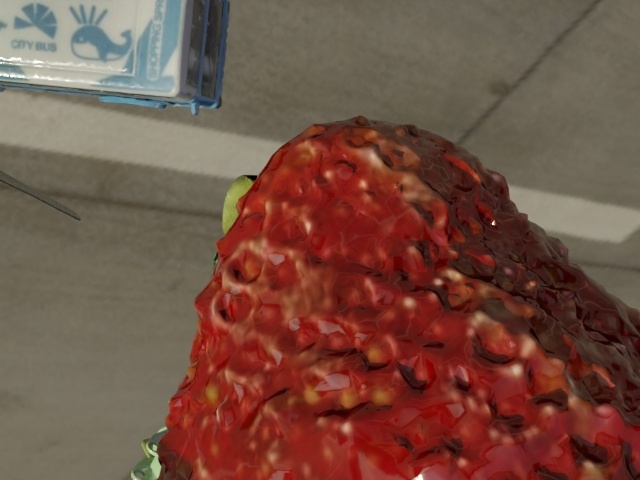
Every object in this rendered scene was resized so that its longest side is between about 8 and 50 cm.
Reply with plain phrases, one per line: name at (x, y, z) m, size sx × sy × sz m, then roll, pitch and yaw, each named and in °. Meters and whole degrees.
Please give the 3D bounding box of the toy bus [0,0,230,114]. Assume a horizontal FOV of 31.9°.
toy bus at (-0.227, -0.162, 0.861) m, size 0.297 × 0.106 × 0.131 m, roll 6°, pitch -176°, yaw 5°

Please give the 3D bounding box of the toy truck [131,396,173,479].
toy truck at (-0.081, 0.265, 1.000) m, size 0.135 × 0.259 × 0.128 m, roll -14°, pitch 147°, yaw -46°

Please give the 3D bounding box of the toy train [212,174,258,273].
toy train at (0.005, 0.001, 1.461) m, size 0.307 × 0.126 × 0.189 m, roll -1°, pitch 118°, yaw -36°

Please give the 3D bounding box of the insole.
insole at (-0.274, -0.052, 0.996) m, size 0.153 × 0.053 × 0.002 m, roll 32°, pitch 92°, yaw -39°

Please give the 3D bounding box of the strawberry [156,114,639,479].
strawberry at (0.054, 0.102, 0.515) m, size 0.261 × 0.257 × 0.261 m, roll -23°, pitch 141°, yaw -20°
